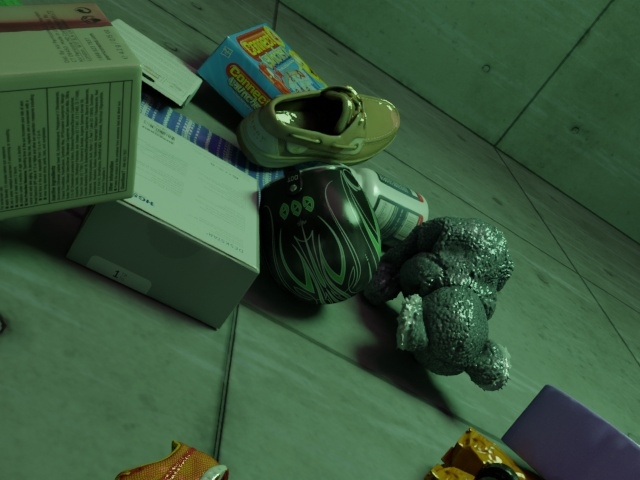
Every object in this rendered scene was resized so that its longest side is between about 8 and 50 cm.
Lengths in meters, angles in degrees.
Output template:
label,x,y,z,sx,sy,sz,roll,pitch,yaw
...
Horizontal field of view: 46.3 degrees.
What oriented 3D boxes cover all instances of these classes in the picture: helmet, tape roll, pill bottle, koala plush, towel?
label,x,y,z,sx,sy,sz,roll,pitch,yaw
helmet,0.000,0.000,0.949,0.169,0.169,0.161,0,73,-56
tape roll,0.340,0.286,0.844,0.275,0.090,0.275,40,-2,1
pill bottle,0.085,-0.062,1.274,0.180,0.108,0.108,24,25,-30
koala plush,0.171,0.093,1.014,0.196,0.203,0.221,32,34,-10
towel,-0.188,-0.124,1.083,0.336,0.040,0.243,28,24,-21

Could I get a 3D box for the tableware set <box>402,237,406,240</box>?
label,x,y,z,sx,sy,sz,roll,pitch,yaw
tableware set,0.194,0.056,1.241,0.141,0.020,0.169,2,67,-55

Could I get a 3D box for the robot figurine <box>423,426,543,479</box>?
label,x,y,z,sx,sy,sz,roll,pitch,yaw
robot figurine,0.224,0.323,0.736,0.291,0.085,0.211,43,23,18

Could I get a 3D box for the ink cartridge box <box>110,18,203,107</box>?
label,x,y,z,sx,sy,sz,roll,pitch,yaw
ink cartridge box,-0.291,-0.276,1.213,0.181,0.056,0.225,32,22,-12

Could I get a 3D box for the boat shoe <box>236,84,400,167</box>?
label,x,y,z,sx,sy,sz,roll,pitch,yaw
boat shoe,0.026,-0.193,1.237,0.341,0.110,0.122,-18,78,-42

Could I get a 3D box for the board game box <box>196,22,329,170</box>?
label,x,y,z,sx,sy,sz,roll,pitch,yaw
board game box,-0.058,-0.266,1.435,0.302,0.086,0.308,45,21,-9

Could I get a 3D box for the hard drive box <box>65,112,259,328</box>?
label,x,y,z,sx,sy,sz,roll,pitch,yaw
hard drive box,-0.167,-0.031,0.859,0.181,0.089,0.232,29,22,-18

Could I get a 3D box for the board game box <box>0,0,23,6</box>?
label,x,y,z,sx,sy,sz,roll,pitch,yaw
board game box,-0.545,-0.399,1.118,0.260,0.030,0.136,45,21,21

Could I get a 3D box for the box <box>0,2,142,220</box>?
label,x,y,z,sx,sy,sz,roll,pitch,yaw
box,-0.288,-0.109,0.647,0.232,0.149,0.127,-13,47,-31

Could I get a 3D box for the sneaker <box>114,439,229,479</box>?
label,x,y,z,sx,sy,sz,roll,pitch,yaw
sneaker,-0.129,0.196,0.518,0.067,0.064,0.175,21,13,15
